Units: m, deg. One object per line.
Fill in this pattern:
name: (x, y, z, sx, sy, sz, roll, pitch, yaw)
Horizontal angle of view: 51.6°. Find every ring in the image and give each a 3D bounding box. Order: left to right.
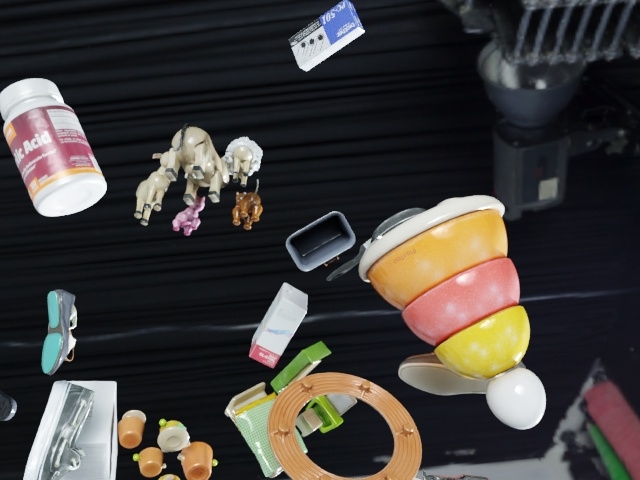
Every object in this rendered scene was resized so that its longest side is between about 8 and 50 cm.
ring: (0.054, 0.403, 1.404, 0.336, 0.336, 0.032, -97, -161, -52)

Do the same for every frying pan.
frying pan: (0.174, 0.005, 1.818, 0.197, 0.326, 0.053, 1, 58, -52)

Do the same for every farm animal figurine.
farm animal figurine: (-0.302, -0.162, 1.623, 0.327, 0.330, 0.172, 96, -1, -59)

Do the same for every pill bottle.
pill bottle: (-0.850, -0.294, 2.080, 0.392, 0.224, 0.224, 62, -6, 12)

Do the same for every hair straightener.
hair straightener: (0.364, 0.624, 1.710, 0.089, 0.230, 0.047, -13, -121, 67)

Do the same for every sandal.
sandal: (-1.082, 0.492, 2.113, 0.054, 0.254, 0.097, 45, 63, -69)

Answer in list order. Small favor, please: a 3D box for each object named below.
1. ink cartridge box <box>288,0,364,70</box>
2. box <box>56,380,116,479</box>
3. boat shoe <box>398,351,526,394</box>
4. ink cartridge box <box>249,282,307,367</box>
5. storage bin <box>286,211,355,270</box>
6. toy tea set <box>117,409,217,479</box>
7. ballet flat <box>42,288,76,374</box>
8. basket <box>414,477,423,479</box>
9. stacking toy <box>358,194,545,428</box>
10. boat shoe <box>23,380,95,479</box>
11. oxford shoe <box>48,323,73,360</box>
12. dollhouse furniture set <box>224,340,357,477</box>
ink cartridge box: (0.015, -0.578, 1.869, 0.046, 0.207, 0.097, 5, 61, -60)
box: (-0.680, 0.597, 1.904, 0.215, 0.168, 0.345, -103, -160, -51)
boat shoe: (0.364, 0.332, 1.704, 0.095, 0.335, 0.112, -85, -178, -51)
ink cartridge box: (-0.104, 0.211, 1.664, 0.175, 0.072, 0.127, -60, -173, 13)
storage bin: (0.000, 0.000, 1.411, 0.098, 0.135, 0.091, 60, 1, -11)
toy tea set: (-0.448, 0.599, 1.924, 0.124, 0.200, 0.336, -120, -175, -62)
ballet flat: (-0.620, 0.219, 1.591, 0.074, 0.074, 0.203, 93, -2, -81)
basket: (0.282, 0.689, 1.683, 0.113, 0.167, 0.103, -59, -179, -20)
stacking toy: (0.321, 0.176, 1.418, 0.350, 0.350, 0.480, 89, -21, -72)
boat shoe: (-0.633, 0.514, 1.608, 0.121, 0.119, 0.335, 136, -34, -72)
oxford shoe: (-0.840, 0.312, 2.178, 0.076, 0.076, 0.212, -47, 154, -47)
dollhouse furniture set: (-0.056, 0.397, 1.590, 0.197, 0.151, 0.301, 51, 27, 14)
